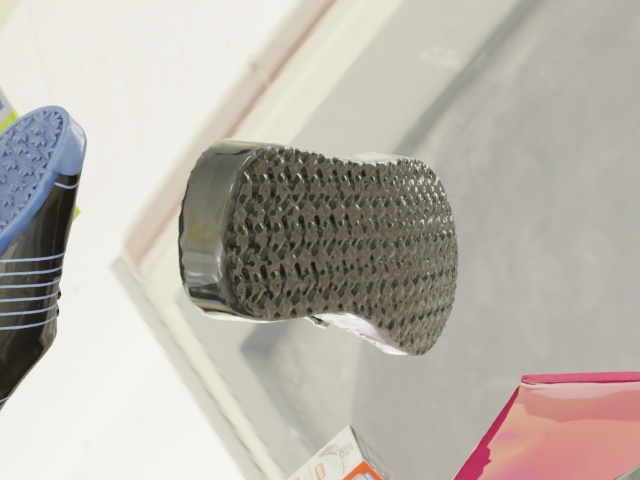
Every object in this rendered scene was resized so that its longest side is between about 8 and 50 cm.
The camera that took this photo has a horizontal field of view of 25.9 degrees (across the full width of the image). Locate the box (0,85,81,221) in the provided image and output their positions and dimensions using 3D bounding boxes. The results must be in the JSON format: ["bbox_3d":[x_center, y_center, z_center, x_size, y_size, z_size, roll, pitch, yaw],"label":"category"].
[{"bbox_3d":[-0.279,-0.056,1.153,0.178,0.042,0.109,62,-141,-32],"label":"box"}]

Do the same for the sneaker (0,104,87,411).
[{"bbox_3d":[-0.210,0.025,0.938,0.090,0.081,0.232,37,-103,-49],"label":"sneaker"}]

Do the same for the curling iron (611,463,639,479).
[{"bbox_3d":[0.053,0.176,0.587,0.274,0.068,0.035,-50,-22,28],"label":"curling iron"}]

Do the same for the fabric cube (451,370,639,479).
[{"bbox_3d":[0.213,0.238,0.787,0.258,0.254,0.259,-38,-60,-60],"label":"fabric cube"}]

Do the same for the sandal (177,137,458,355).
[{"bbox_3d":[0.000,-0.003,1.126,0.446,0.107,0.167,18,-100,-62],"label":"sandal"}]

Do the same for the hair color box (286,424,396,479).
[{"bbox_3d":[-0.020,0.213,0.980,0.167,0.053,0.093,-43,9,2],"label":"hair color box"}]
